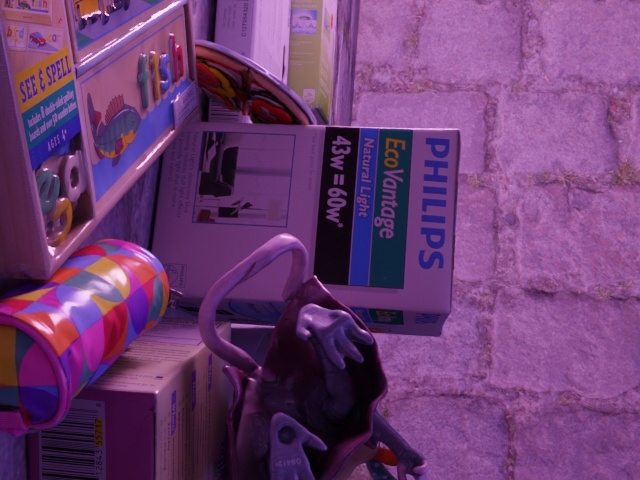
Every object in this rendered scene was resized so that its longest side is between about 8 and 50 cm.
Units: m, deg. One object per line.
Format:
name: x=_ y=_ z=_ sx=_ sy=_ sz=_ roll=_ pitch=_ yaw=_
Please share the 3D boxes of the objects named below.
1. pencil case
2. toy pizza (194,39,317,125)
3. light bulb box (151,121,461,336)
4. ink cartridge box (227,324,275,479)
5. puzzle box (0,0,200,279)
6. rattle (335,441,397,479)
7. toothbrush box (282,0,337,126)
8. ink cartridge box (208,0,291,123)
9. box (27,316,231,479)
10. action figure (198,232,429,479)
pencil case: x=-0.197 y=0.070 z=0.636 sx=0.236 sy=0.104 sz=0.105 roll=-51 pitch=143 yaw=-75
toy pizza: x=-0.094 y=-0.178 z=0.993 sx=0.032 sy=0.201 sz=0.201 roll=-60 pitch=167 yaw=-9
light bulb box: x=0.000 y=0.000 z=1.085 sx=0.358 sy=0.360 sz=0.225 roll=57 pitch=36 yaw=-77
ink cartridge box: x=-0.112 y=0.282 z=1.264 sx=0.211 sy=0.121 sz=0.289 roll=-69 pitch=161 yaw=-65
puzzle box: x=-0.195 y=-0.182 z=0.702 sx=0.409 sy=0.052 sz=0.272 roll=-73 pitch=164 yaw=-61
rattle: x=0.040 y=0.321 z=1.205 sx=0.143 sy=0.199 sz=0.130 roll=80 pitch=17 yaw=-57
toothbrush box: x=-0.040 y=-0.377 z=1.537 sx=0.206 sy=0.122 sz=0.283 roll=24 pitch=68 yaw=-82
ink cartridge box: x=-0.106 y=-0.303 z=1.271 sx=0.330 sy=0.071 sz=0.324 roll=35 pitch=58 yaw=-85
box: x=-0.175 y=0.206 z=0.777 sx=0.243 sy=0.117 sz=0.214 roll=-45 pitch=137 yaw=-78
action figure: x=-0.051 y=0.212 z=0.836 sx=0.276 sy=0.248 sz=0.370 roll=52 pitch=-19 yaw=15
